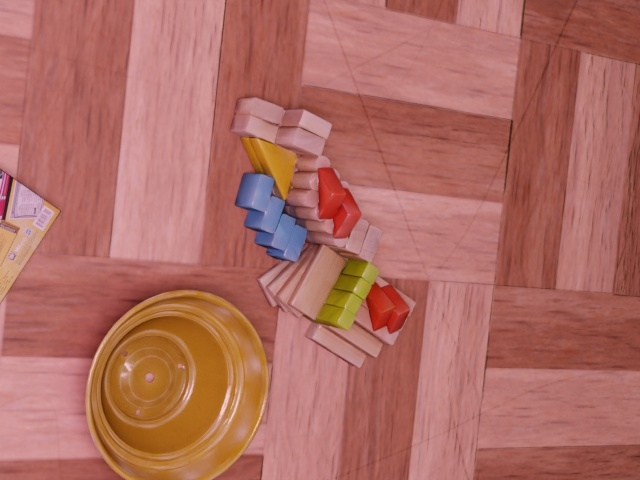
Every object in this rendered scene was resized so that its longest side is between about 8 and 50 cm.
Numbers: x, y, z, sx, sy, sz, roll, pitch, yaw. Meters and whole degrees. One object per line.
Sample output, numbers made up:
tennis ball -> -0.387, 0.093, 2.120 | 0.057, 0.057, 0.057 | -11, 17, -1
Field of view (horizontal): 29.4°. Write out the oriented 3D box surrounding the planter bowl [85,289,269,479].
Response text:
planter bowl -> -0.172, 0.157, 1.337 | 0.217, 0.090, 0.217 | -3, 96, -33

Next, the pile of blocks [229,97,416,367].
pile of blocks -> 0.000, 0.000, 1.420 | 0.149, 0.113, 0.362 | -39, 113, -24

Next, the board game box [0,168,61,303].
board game box -> -0.393, 0.025, 1.213 | 0.165, 0.042, 0.243 | 39, 74, -29
